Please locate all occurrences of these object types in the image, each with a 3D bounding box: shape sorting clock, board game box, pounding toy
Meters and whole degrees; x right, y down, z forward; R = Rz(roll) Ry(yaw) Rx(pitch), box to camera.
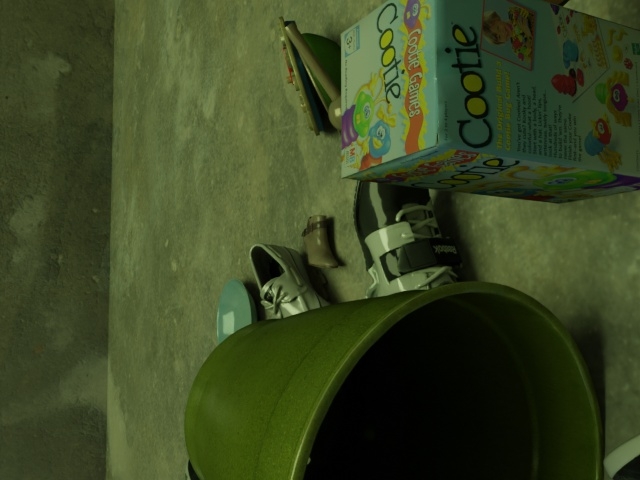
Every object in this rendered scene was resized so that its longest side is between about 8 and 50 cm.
[{"bbox_3d":[-0.038,-0.277,1.166,0.206,0.040,0.206,-14,-90,-83],"label":"shape sorting clock"},{"bbox_3d":[0.171,-0.122,0.630,0.142,0.276,0.144,-11,77,60],"label":"board game box"},{"bbox_3d":[0.046,-0.250,1.030,0.182,0.110,0.237,63,-172,-4],"label":"pounding toy"}]

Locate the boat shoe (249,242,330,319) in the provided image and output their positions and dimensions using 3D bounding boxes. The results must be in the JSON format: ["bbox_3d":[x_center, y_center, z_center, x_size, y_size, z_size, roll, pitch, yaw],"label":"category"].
[{"bbox_3d":[-0.056,0.093,1.143,0.096,0.088,0.267,-53,37,25],"label":"boat shoe"}]

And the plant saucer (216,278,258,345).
[{"bbox_3d":[-0.170,0.178,1.458,0.195,0.038,0.194,-14,74,60],"label":"plant saucer"}]

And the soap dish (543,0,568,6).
[{"bbox_3d":[0.246,-0.341,0.559,0.290,0.118,0.229,-61,14,-25],"label":"soap dish"}]

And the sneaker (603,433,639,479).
[{"bbox_3d":[0.327,0.180,0.531,0.216,0.079,0.121,113,143,-46],"label":"sneaker"}]

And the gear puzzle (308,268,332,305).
[{"bbox_3d":[-0.031,0.148,1.201,0.175,0.044,0.338,-64,36,35],"label":"gear puzzle"}]

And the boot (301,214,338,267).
[{"bbox_3d":[0.000,0.000,1.166,0.118,0.042,0.086,10,95,62],"label":"boot"}]

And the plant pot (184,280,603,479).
[{"bbox_3d":[0.031,0.218,0.722,0.353,0.367,0.366,-1,86,56],"label":"plant pot"}]

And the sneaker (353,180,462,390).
[{"bbox_3d":[0.129,0.036,0.860,0.146,0.123,0.330,11,109,54],"label":"sneaker"}]

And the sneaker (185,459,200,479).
[{"bbox_3d":[-0.182,0.503,1.406,0.283,0.107,0.124,38,105,52],"label":"sneaker"}]
